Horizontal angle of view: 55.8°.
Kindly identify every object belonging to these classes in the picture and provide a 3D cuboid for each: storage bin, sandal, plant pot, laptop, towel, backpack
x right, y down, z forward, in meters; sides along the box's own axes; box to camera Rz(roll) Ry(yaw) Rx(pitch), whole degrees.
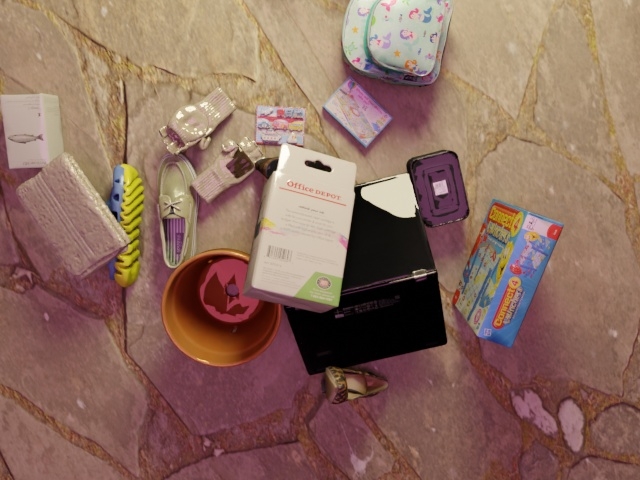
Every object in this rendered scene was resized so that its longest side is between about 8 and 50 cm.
[{"bbox_3d":[0.300,-0.134,1.552,0.121,0.084,0.180,-14,101,3],"label":"storage bin"},{"bbox_3d":[-0.535,-0.040,1.551,0.138,0.126,0.318,10,99,2],"label":"sandal"},{"bbox_3d":[-0.239,0.150,1.541,0.290,0.203,0.291,0,100,-1],"label":"plant pot"},{"bbox_3d":[0.097,0.095,1.570,0.381,0.236,0.408,-13,126,4],"label":"laptop"},{"bbox_3d":[-0.606,-0.056,1.486,0.187,0.049,0.282,-31,95,18],"label":"towel"},{"bbox_3d":[0.174,-0.490,1.444,0.253,0.191,0.225,12,101,3],"label":"backpack"}]

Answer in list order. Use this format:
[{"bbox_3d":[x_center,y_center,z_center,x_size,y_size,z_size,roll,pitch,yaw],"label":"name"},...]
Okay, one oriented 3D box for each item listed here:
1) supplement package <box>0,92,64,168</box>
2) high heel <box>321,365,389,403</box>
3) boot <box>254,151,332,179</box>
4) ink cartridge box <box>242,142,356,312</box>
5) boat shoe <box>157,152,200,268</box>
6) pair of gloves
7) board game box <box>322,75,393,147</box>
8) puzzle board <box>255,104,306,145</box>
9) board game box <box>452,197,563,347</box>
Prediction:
[{"bbox_3d":[-0.717,-0.273,1.513,0.105,0.105,0.180,-3,101,-2],"label":"supplement package"},{"bbox_3d":[0.103,0.369,1.559,0.186,0.261,0.093,-1,77,-5],"label":"high heel"},{"bbox_3d":[-0.061,-0.193,1.550,0.219,0.106,0.082,-4,106,-30],"label":"boot"},{"bbox_3d":[-0.044,-0.027,1.417,0.207,0.119,0.354,15,72,-14],"label":"ink cartridge box"},{"bbox_3d":[-0.365,-0.074,1.555,0.109,0.094,0.303,-3,100,0],"label":"boat shoe"},{"bbox_3d":[-0.270,-0.239,1.524,0.204,0.042,0.240,-34,108,-11],"label":"pair of gloves"},{"bbox_3d":[0.095,-0.328,1.546,0.154,0.026,0.103,43,97,-7],"label":"board game box"},{"bbox_3d":[-0.104,-0.296,1.559,0.128,0.011,0.097,4,100,0],"label":"puzzle board"},{"bbox_3d":[0.442,0.065,1.475,0.086,0.308,0.302,19,99,-2],"label":"board game box"}]
